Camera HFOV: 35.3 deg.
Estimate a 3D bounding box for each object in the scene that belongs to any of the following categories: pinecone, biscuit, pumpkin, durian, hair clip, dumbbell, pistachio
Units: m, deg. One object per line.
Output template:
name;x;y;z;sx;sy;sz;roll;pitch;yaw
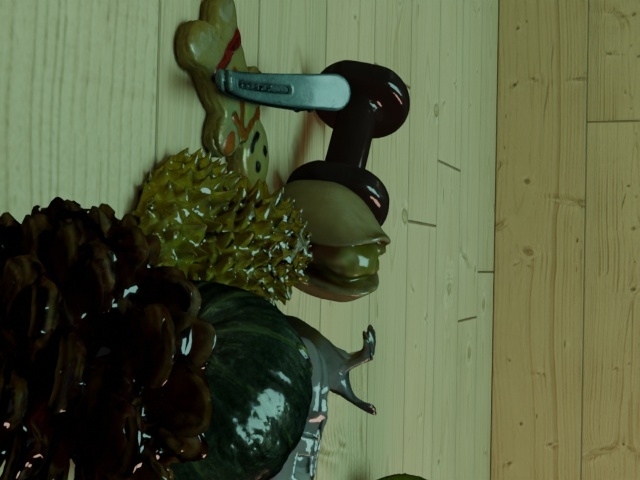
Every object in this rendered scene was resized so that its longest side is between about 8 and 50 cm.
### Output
pinecone;-0.181;0.079;0.642;0.221;0.221;0.221;1;90;-71
biscuit;-0.097;-0.157;1.123;0.153;0.030;0.234;-65;149;-47
pumpkin;-0.109;0.127;0.826;0.152;0.212;0.211;83;19;-46
durian;-0.090;0.004;1.004;0.250;0.138;0.183;-35;132;-60
hair clip;-0.057;-0.165;1.112;0.275;0.083;0.048;-15;109;-65
dumbbell;0.038;-0.123;1.345;0.124;0.140;0.225;97;5;-56
pistachio;0.000;0.000;1.181;0.215;0.144;0.144;-146;-133;-63

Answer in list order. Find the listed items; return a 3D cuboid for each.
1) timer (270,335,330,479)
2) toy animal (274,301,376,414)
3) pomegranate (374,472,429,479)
timer;-0.056;0.199;1.041;0.191;0.069;0.208;173;-68;-68
toy animal;-0.010;0.132;1.238;0.272;0.160;0.197;-12;100;-78
pomegranate;0.144;0.541;1.560;0.358;0.216;0.309;-50;140;-60
